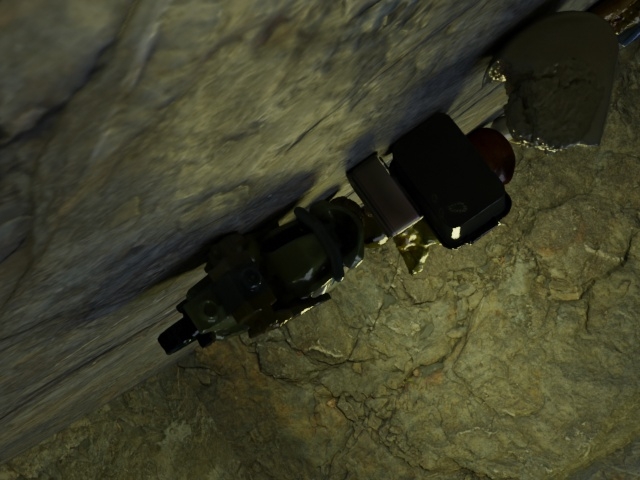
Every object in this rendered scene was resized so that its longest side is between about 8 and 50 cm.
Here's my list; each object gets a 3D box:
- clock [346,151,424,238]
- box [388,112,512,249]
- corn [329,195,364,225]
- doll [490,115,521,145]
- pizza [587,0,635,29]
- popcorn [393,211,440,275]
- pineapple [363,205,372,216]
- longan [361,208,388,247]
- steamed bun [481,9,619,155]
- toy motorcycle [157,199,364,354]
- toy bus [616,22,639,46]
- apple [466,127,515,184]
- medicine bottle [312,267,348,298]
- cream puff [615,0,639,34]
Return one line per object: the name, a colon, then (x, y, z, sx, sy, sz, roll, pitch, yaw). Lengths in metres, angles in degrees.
clock: (0.122, -0.078, 1.087, 0.071, 0.147, 0.192, -35, 177, 4)
box: (0.239, -0.117, 1.077, 0.163, 0.243, 0.135, -34, 164, 6)
corn: (0.000, 0.000, 1.279, 0.119, 0.119, 0.322, -32, 171, -31)
doll: (0.733, -0.426, 2.015, 0.208, 0.144, 0.271, -22, 175, -28)
pizza: (0.505, -0.395, 1.121, 0.246, 0.058, 0.127, -35, 177, 31)
popcorn: (0.383, -0.066, 2.156, 0.290, 0.321, 0.326, -34, -166, -2)
pineapple: (0.166, -0.111, 1.752, 0.058, 0.058, 0.124, -34, 171, -12)
longan: (0.179, -0.055, 1.966, 0.154, 0.145, 0.176, -2, -130, 17)
steamed bun: (0.329, -0.227, 0.864, 0.170, 0.200, 0.225, 5, -174, 10)
toy motorcycle: (-0.072, 0.056, 0.939, 0.410, 0.169, 0.237, -31, 173, -43)
toy bus: (0.713, -0.503, 1.279, 0.236, 0.094, 0.079, -31, 175, -37)
apple: (0.563, -0.270, 1.975, 0.230, 0.230, 0.230, -35, 176, -3)
medicine bottle: (-0.011, 0.095, 1.888, 0.170, 0.170, 0.293, -36, 177, 23)
cream puff: (0.601, -0.456, 1.129, 0.083, 0.083, 0.058, 7, 167, 27)
